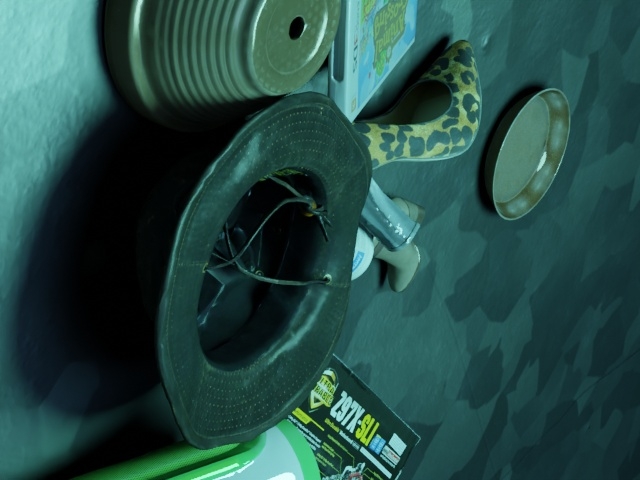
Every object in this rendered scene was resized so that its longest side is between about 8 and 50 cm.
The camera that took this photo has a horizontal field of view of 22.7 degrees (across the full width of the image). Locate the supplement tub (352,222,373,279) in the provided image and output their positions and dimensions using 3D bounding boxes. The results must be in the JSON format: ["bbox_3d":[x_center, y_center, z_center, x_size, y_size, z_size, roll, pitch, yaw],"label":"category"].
[{"bbox_3d":[0.000,0.000,1.598,0.107,0.071,0.071,20,94,-57],"label":"supplement tub"}]

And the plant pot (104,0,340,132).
[{"bbox_3d":[-0.061,-0.193,1.341,0.237,0.110,0.237,-35,138,-39],"label":"plant pot"}]

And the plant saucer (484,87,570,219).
[{"bbox_3d":[0.246,-0.108,1.927,0.168,0.029,0.168,-33,136,-40],"label":"plant saucer"}]

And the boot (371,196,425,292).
[{"bbox_3d":[0.072,0.006,1.744,0.087,0.042,0.118,-8,117,-47],"label":"boot"}]

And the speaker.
[{"bbox_3d":[-0.148,0.252,1.448,0.296,0.131,0.131,-15,124,-34],"label":"speaker"}]

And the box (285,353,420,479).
[{"bbox_3d":[-0.032,0.259,1.723,0.257,0.079,0.322,-60,148,-11],"label":"box"}]

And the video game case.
[{"bbox_3d":[0.054,-0.235,1.501,0.212,0.023,0.193,-55,152,-53],"label":"video game case"}]

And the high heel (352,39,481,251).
[{"bbox_3d":[0.071,-0.143,1.613,0.186,0.093,0.261,43,59,-35],"label":"high heel"}]

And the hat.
[{"bbox_3d":[-0.089,0.014,1.421,0.331,0.134,0.331,-38,138,-45],"label":"hat"}]
